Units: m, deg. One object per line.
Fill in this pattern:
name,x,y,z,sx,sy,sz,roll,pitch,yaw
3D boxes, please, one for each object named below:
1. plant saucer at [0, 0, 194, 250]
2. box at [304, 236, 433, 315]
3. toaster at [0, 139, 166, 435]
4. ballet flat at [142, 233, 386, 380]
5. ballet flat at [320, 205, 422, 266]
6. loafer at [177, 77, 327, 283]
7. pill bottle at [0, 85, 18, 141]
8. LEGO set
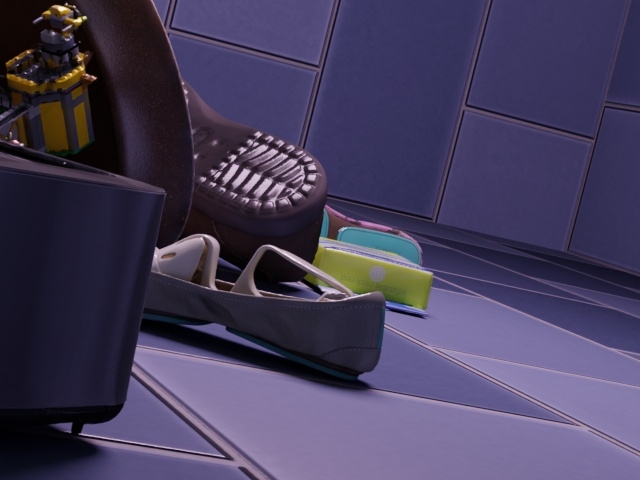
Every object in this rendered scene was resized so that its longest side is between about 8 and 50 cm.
plant saucer,-0.207,-0.128,1.404,0.050,0.311,0.310,-21,23,-30
box,0.036,0.030,1.591,0.109,0.042,0.178,13,3,-12
toaster,-0.168,0.010,0.666,0.185,0.110,0.168,17,6,34
ballet flat,-0.059,0.030,1.060,0.213,0.068,0.072,15,4,14
ballet flat,0.000,0.000,1.753,0.221,0.077,0.079,17,-16,-23
loafer,-0.138,-0.055,1.547,0.134,0.130,0.366,-32,44,-27
pill bottle,-0.334,-0.093,1.460,0.121,0.121,0.216,11,5,-37
LEGO set,-0.336,-0.154,1.250,0.331,0.192,0.255,25,43,34
